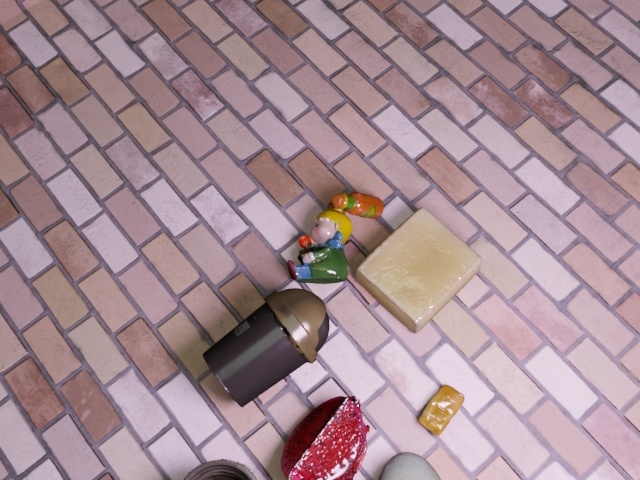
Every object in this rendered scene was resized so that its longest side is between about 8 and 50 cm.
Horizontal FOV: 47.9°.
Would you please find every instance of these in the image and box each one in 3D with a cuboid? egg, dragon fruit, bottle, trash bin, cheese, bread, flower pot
[{"bbox_3d":[0.220,0.627,1.725,0.169,0.169,0.237,-11,59,-3],"label":"egg"},{"bbox_3d":[0.012,0.508,1.806,0.189,0.163,0.262,21,62,42],"label":"dragon fruit"},{"bbox_3d":[0.101,-0.102,2.038,0.069,0.187,0.069,-6,81,41],"label":"bottle"},{"bbox_3d":[-0.121,0.265,1.876,0.333,0.214,0.214,-39,71,-8],"label":"trash bin"},{"bbox_3d":[0.267,0.080,1.984,0.265,0.124,0.242,-42,75,-15],"label":"cheese"},{"bbox_3d":[0.313,0.438,1.865,0.074,0.053,0.132,38,71,16],"label":"bread"},{"bbox_3d":[-0.234,0.654,1.749,0.235,0.141,0.236,-2,66,4],"label":"flower pot"}]

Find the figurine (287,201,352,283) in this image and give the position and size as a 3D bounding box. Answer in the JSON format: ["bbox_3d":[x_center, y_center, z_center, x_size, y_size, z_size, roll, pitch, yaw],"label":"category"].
[{"bbox_3d":[-0.002,0.003,2.037,0.185,0.127,0.234,-3,77,10],"label":"figurine"}]
